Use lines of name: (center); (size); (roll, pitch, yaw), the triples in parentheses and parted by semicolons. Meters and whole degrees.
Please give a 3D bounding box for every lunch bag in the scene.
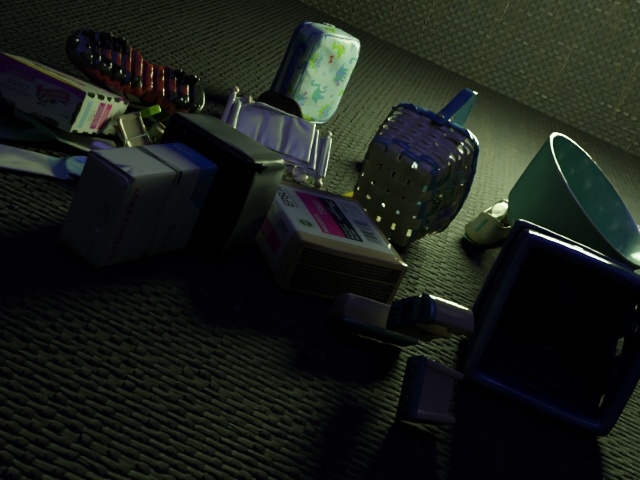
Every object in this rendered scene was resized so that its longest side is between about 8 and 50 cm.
lunch bag: (-0.017, -0.372, 2.372); (0.090, 0.219, 0.176); (36, 24, 31)

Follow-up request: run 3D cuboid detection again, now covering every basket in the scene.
basket: (0.185, -0.130, 1.970); (0.201, 0.255, 0.289); (27, 39, 12)

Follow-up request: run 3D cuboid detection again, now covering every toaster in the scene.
toaster: (-0.156, -0.079, 1.564); (0.185, 0.168, 0.110); (31, 21, 21)

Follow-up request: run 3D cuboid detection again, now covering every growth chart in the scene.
growth chart: (-0.088, -0.196, 2.051); (0.237, 0.021, 0.172); (24, 50, -3)

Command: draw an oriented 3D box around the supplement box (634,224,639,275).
supplement box: (0.691, 0.058, 2.252); (0.111, 0.114, 0.220); (18, 19, -14)

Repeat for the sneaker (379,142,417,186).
sneaker: (0.184, -0.148, 2.260); (0.082, 0.069, 0.209); (18, 21, -27)

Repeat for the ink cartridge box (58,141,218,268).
ink cartridge box: (-0.242, -0.051, 1.438); (0.082, 0.140, 0.190); (34, 22, 23)

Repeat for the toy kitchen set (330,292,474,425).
toy kitchen set: (0.092, 0.156, 1.415); (0.122, 0.166, 0.207); (18, -16, -17)

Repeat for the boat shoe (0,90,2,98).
boat shoe: (-0.523, -0.152, 1.471); (0.089, 0.109, 0.258); (35, 38, 8)

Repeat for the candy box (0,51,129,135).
candy box: (-0.420, -0.233, 1.721); (0.159, 0.071, 0.233); (25, 7, 3)

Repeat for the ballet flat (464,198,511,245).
ballet flat: (0.367, -0.043, 2.184); (0.086, 0.086, 0.248); (30, 21, 17)

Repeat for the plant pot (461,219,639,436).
plant pot: (0.347, 0.113, 1.577); (0.236, 0.236, 0.212); (23, 13, -3)

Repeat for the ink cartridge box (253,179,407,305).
ink cartridge box: (0.000, 0.000, 1.660); (0.193, 0.088, 0.235); (14, 23, -28)

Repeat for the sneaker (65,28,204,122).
sneaker: (-0.345, -0.278, 1.893); (0.276, 0.135, 0.098); (23, 55, -40)

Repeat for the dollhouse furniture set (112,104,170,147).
dollhouse furniture set: (-0.305, -0.183, 1.824); (0.058, 0.076, 0.151); (-16, 7, 37)

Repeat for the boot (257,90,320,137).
boot: (-0.092, -0.242, 2.159); (0.106, 0.082, 0.219); (3, 34, -42)

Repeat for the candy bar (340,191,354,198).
candy bar: (0.047, -0.071, 1.986); (0.040, 0.018, 0.161); (26, 20, 15)

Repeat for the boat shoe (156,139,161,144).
boat shoe: (-0.240, -0.136, 1.761); (0.075, 0.065, 0.206); (25, 20, 2)

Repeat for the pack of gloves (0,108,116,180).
pack of gloves: (-0.400, -0.150, 1.647); (0.232, 0.046, 0.195); (11, 23, -32)

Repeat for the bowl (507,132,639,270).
bowl: (0.484, -0.038, 2.099); (0.311, 0.163, 0.311); (38, 30, -27)
